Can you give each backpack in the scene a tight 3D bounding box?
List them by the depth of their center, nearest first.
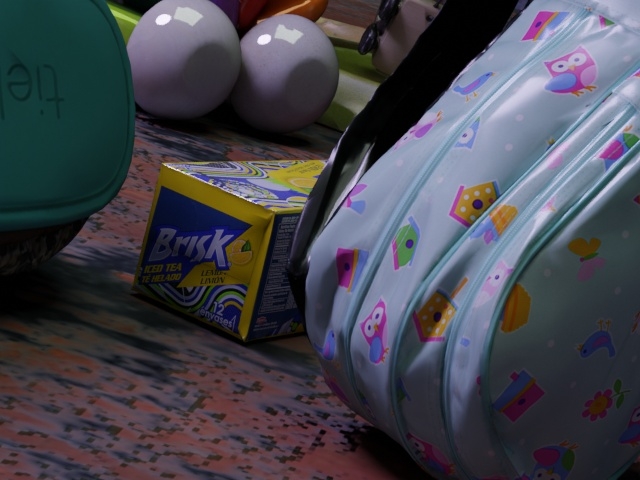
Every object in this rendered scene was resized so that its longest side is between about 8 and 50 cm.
[{"bbox_3d":[0.079,-0.005,0.571,0.115,0.182,0.152,28,-22,54],"label":"backpack"}]

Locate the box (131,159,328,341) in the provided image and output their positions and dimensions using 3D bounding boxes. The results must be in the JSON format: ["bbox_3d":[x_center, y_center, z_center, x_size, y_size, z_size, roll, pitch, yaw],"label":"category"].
[{"bbox_3d":[0.000,0.000,0.731,0.059,0.054,0.169,23,14,29],"label":"box"}]

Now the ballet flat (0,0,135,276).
[{"bbox_3d":[-0.224,-0.038,0.480,0.182,0.164,0.483,-3,0,19],"label":"ballet flat"}]

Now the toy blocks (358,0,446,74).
[{"bbox_3d":[0.012,-0.326,1.225,0.309,0.288,0.260,26,32,-10],"label":"toy blocks"}]

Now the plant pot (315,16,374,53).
[{"bbox_3d":[-0.024,-0.170,1.471,0.236,0.032,0.236,14,9,-2],"label":"plant pot"}]

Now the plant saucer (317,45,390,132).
[{"bbox_3d":[0.068,-0.100,1.287,0.241,0.037,0.241,14,12,-3],"label":"plant saucer"}]

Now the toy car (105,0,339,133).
[{"bbox_3d":[-0.074,-0.150,1.101,0.182,0.136,0.159,5,17,-39],"label":"toy car"}]
